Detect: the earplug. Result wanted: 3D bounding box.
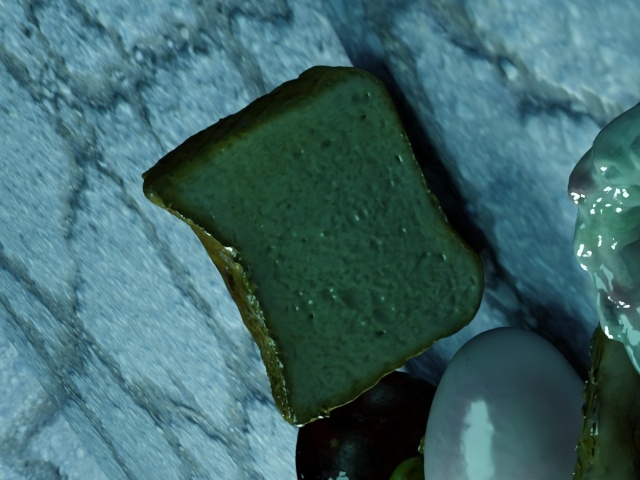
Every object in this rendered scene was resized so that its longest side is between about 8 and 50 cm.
[{"bbox_3d":[0.145,0.183,1.293,0.172,0.172,0.301,34,147,43],"label":"earplug"}]

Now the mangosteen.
[{"bbox_3d":[0.067,0.191,1.467,0.180,0.166,0.166,13,136,51],"label":"mangosteen"}]

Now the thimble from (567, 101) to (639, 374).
[{"bbox_3d":[0.224,-0.003,0.788,0.211,0.149,0.185,18,138,58],"label":"thimble"}]

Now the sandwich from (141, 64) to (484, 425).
[{"bbox_3d":[0.000,0.000,1.247,0.215,0.186,0.065,62,172,-15],"label":"sandwich"}]

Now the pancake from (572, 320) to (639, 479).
[{"bbox_3d":[0.181,0.189,1.025,0.065,0.356,0.356,-3,133,19],"label":"pancake"}]
